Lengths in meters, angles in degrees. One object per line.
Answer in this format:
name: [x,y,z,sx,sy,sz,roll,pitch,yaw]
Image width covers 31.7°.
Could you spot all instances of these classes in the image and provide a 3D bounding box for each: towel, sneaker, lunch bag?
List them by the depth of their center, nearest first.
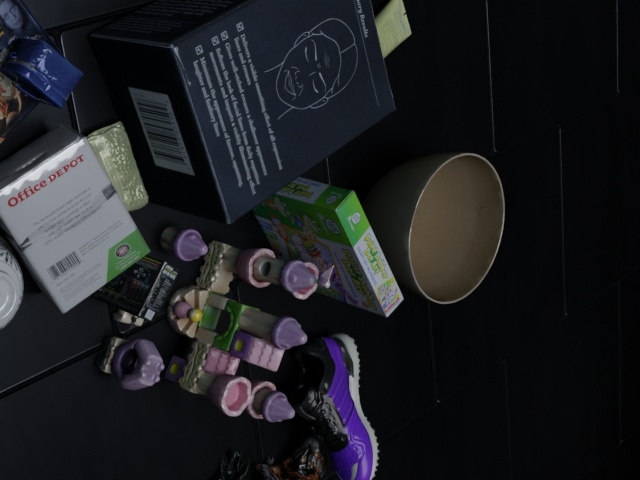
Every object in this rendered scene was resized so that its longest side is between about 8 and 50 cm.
lunch bag: [-0.380,-0.224,1.525,0.098,0.067,0.065,40,72,-44]
towel: [-0.323,-0.097,1.709,0.110,0.027,0.148,-33,124,-29]
sneaker: [0.010,0.321,2.084,0.146,0.102,0.293,0,73,-47]

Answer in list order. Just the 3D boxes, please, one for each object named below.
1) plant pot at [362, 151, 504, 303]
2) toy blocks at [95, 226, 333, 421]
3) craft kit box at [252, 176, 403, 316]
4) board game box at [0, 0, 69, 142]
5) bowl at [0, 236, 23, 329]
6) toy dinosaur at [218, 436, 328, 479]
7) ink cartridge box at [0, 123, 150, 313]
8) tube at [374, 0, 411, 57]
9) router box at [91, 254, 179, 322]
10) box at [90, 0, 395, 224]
plant pot: [0.190,-0.040,2.145,0.284,0.191,0.284,-16,114,-42]
toy blocks: [-0.129,0.143,1.815,0.309,0.260,0.288,23,85,-47]
craft kit box: [0.000,0.000,1.919,0.061,0.247,0.250,-48,130,-27]
board game box: [-0.467,-0.213,1.519,0.243,0.042,0.165,-53,133,-22]
bowl: [-0.473,0.071,1.568,0.170,0.080,0.170,-15,112,-44]
toy dinosaur: [-0.087,0.500,2.055,0.218,0.164,0.322,65,33,-54]
ink cartridge box: [-0.370,-0.033,1.618,0.160,0.092,0.219,-36,126,-19]
tube: [0.093,-0.354,2.058,0.240,0.062,0.070,-48,175,-32]
router box: [-0.285,0.065,1.731,0.038,0.122,0.092,36,76,-50]
box: [-0.107,-0.259,1.757,0.395,0.212,0.293,-36,125,-33]
